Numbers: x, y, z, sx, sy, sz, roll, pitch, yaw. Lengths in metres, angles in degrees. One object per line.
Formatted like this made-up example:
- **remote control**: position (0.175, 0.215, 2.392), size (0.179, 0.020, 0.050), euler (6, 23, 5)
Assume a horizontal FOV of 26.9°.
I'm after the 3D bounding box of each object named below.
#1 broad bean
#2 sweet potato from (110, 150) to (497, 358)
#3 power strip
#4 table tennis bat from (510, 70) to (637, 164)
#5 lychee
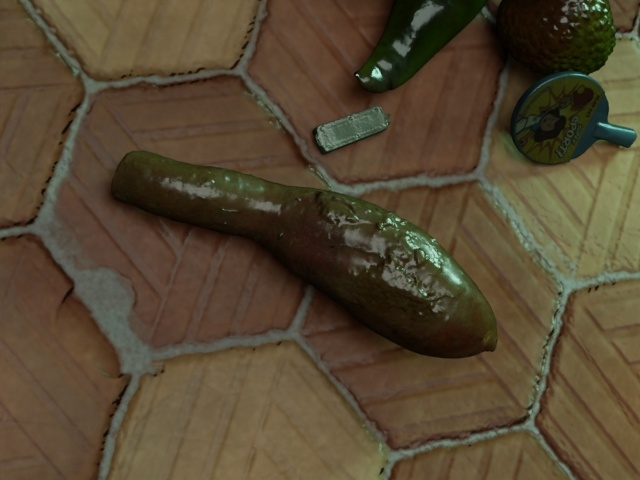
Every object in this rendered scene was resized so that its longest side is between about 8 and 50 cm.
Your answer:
- **broad bean**: position (0.142, -0.262, 1.332), size (0.339, 0.061, 0.077), euler (-44, 106, -19)
- **sweet potato**: position (0.000, 0.000, 1.224), size (0.385, 0.109, 0.109), euler (28, 74, -6)
- **power strip**: position (0.031, -0.108, 1.294), size (0.083, 0.017, 0.027), euler (-21, 88, -19)
- **table tennis bat**: position (0.255, -0.117, 1.343), size (0.155, 0.019, 0.100), euler (12, 114, -33)
- **lychee**: position (0.233, -0.219, 1.325), size (0.146, 0.114, 0.114), euler (38, 70, -34)
